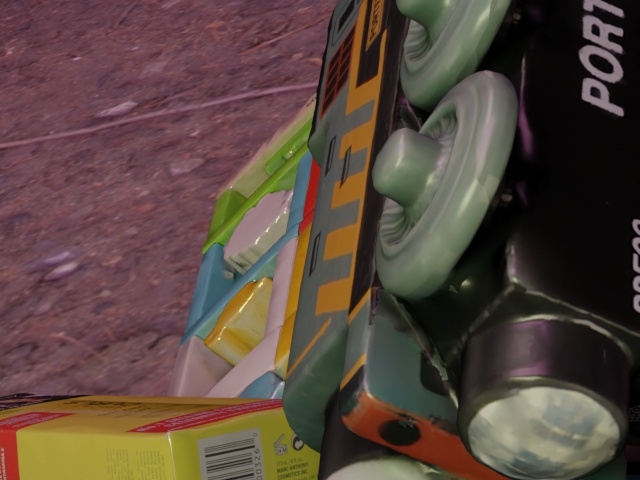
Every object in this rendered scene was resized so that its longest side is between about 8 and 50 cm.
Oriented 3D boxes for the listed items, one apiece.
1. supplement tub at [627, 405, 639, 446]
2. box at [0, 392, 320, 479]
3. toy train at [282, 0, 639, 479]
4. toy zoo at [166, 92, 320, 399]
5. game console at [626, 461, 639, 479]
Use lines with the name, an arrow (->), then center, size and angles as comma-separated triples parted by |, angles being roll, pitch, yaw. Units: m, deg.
supplement tub -> 0.217, -0.010, 0.784 | 0.193, 0.193, 0.316 | -33, 11, -25
box -> -0.095, 0.098, 0.813 | 0.087, 0.058, 0.232 | -8, 3, -39
toy train -> 0.066, -0.031, 0.713 | 0.190, 0.142, 0.334 | 125, 160, -44
toy zoo -> 0.000, 0.000, 0.952 | 0.192, 0.030, 0.293 | -43, 20, 27
game console -> 0.020, 0.139, 0.727 | 0.386, 0.060, 0.342 | -7, 0, 28
